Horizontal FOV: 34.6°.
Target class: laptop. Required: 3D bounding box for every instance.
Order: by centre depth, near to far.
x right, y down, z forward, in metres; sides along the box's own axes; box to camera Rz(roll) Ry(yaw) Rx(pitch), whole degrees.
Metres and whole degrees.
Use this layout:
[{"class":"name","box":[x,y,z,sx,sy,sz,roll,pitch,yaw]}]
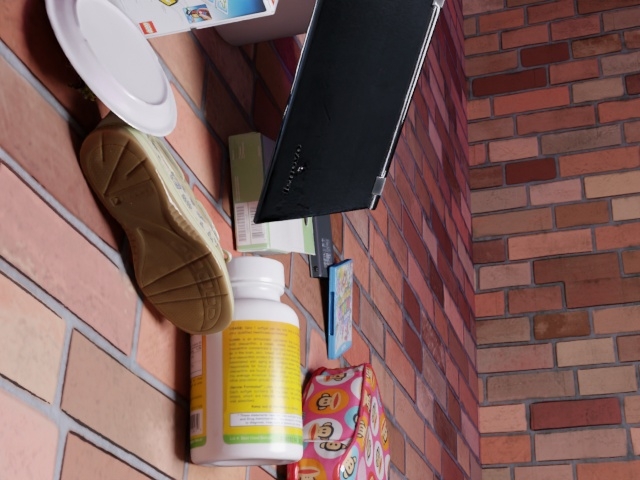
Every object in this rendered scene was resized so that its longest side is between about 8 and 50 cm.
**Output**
[{"class":"laptop","box":[0.018,-0.256,1.527,0.408,0.236,0.382,-121,-135,-61]}]

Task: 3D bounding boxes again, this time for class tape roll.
[{"class":"tape roll","box":[-0.072,-0.422,1.517,0.246,0.169,0.246,-7,90,-73]}]

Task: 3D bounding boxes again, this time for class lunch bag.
[{"class":"lunch bag","box":[0.042,0.367,1.644,0.293,0.120,0.258,-69,148,-58]}]

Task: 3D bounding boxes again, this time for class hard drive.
[{"class":"hard drive","box":[0.000,0.000,1.824,0.094,0.022,0.135,14,70,-72]}]

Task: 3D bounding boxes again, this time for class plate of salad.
[{"class":"plate of salad","box":[-0.226,-0.191,1.094,0.200,0.048,0.200,49,21,-27]}]

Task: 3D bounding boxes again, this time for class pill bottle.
[{"class":"pill bottle","box":[-0.092,0.150,1.269,0.136,0.136,0.245,39,46,-66]}]

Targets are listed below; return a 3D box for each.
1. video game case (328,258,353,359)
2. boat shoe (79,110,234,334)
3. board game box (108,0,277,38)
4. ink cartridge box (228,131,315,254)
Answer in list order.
[{"class":"video game case","box":[0.037,0.122,1.862,0.119,0.015,0.166,-21,113,-73]},{"class":"boat shoe","box":[-0.168,-0.019,1.153,0.089,0.105,0.285,-78,152,-56]},{"class":"board game box","box":[-0.183,-0.361,1.093,0.053,0.193,0.305,-80,156,-43]},{"class":"ink cartridge box","box":[-0.071,-0.062,1.568,0.235,0.056,0.171,15,69,-75]}]
